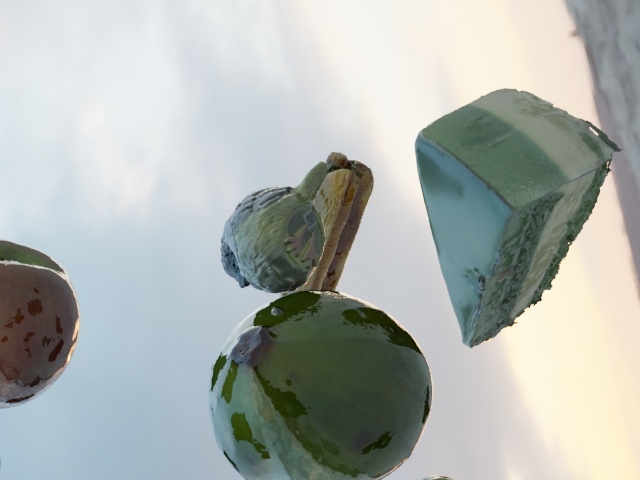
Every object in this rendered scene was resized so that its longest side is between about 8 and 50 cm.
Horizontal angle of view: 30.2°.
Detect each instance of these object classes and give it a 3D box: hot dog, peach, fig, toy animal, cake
[{"bbox_3d":[0.000,0.000,1.507,0.100,0.068,0.249,-36,-28,-53],"label":"hot dog"},{"bbox_3d":[-0.471,0.124,1.740,0.252,0.252,0.252,-14,-90,-75],"label":"peach"},{"bbox_3d":[-0.009,0.125,1.065,0.225,0.203,0.203,54,-153,-52],"label":"fig"},{"bbox_3d":[-0.044,-0.014,1.130,0.098,0.098,0.137,54,-132,-54],"label":"toy animal"},{"bbox_3d":[0.191,-0.030,1.331,0.172,0.158,0.283,50,153,28],"label":"cake"}]

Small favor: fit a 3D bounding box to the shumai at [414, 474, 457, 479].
[{"bbox_3d":[0.185,0.575,1.969,0.263,0.309,0.304,-12,-66,-46],"label":"shumai"}]
